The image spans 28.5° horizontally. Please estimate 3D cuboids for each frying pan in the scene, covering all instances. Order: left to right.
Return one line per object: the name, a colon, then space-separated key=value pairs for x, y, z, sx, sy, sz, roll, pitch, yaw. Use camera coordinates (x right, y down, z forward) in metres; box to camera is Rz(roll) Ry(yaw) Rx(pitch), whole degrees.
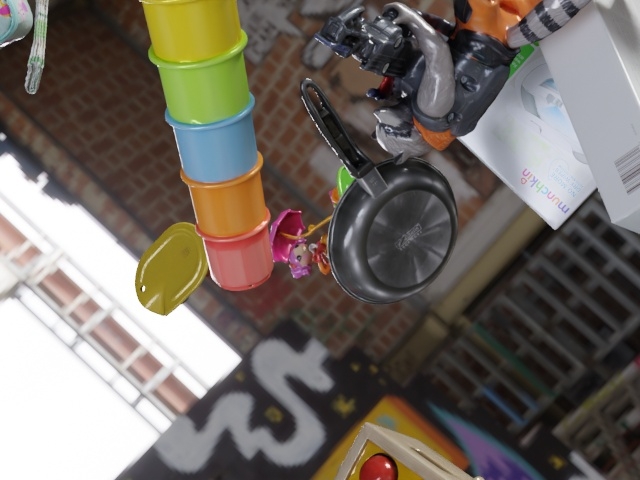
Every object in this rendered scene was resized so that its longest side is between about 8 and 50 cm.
frying pan: x=0.090 y=-0.066 z=1.565 sx=0.197 sy=0.053 sz=0.326 roll=-20 pitch=-63 yaw=-24

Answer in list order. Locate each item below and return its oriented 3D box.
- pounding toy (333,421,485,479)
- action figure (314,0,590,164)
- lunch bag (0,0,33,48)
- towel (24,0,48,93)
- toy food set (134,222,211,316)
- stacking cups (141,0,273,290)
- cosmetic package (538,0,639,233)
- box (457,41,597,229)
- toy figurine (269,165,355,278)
pounding toy: x=0.070 y=0.213 z=0.962 sx=0.100 sy=0.141 sz=0.130 roll=26 pitch=-87 yaw=-46
action figure: x=0.158 y=-0.222 z=1.444 sx=0.341 sy=0.178 sz=0.330 roll=-12 pitch=-36 yaw=-55
lunch bag: x=-0.608 y=-0.366 z=1.936 sx=0.279 sy=0.224 sz=0.108 roll=-23 pitch=10 yaw=7
towel: x=-0.412 y=-0.302 z=1.823 sx=0.113 sy=0.023 sz=0.152 roll=141 pitch=132 yaw=-67
toy food set: x=-0.223 y=0.040 z=2.149 sx=0.218 sy=0.128 sz=0.071 roll=-42 pitch=-30 yaw=25
stacking cups: x=-0.092 y=-0.100 z=1.175 sx=0.096 sy=0.096 sz=0.316 roll=-43 pitch=-45 yaw=-38
cosmetic package: x=0.410 y=-0.166 z=1.567 sx=0.284 sy=0.377 sz=0.097 roll=15 pitch=-41 yaw=-41
box: x=0.333 y=-0.191 z=1.836 sx=0.231 sy=0.262 sz=0.127 roll=-48 pitch=-7 yaw=20
toy figurine: x=0.000 y=0.000 z=1.824 sx=0.159 sy=0.173 sz=0.130 roll=-25 pitch=-30 yaw=22
